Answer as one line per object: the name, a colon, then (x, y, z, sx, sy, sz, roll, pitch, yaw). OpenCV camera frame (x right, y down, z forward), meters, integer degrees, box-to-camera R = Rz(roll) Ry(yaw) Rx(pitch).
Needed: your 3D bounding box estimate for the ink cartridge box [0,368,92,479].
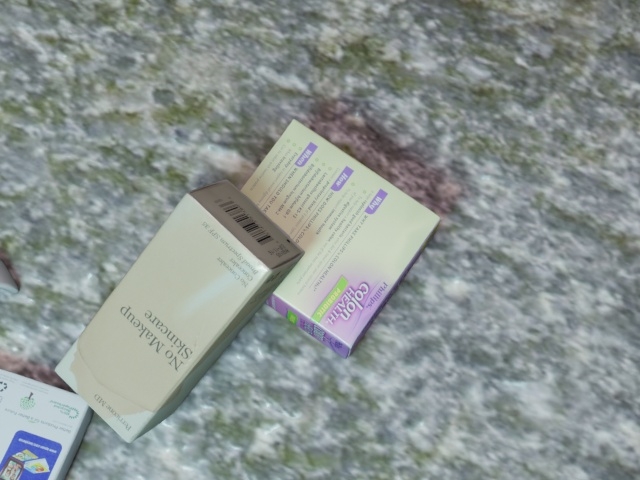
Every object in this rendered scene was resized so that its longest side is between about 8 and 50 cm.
ink cartridge box: (-0.424, 0.326, 1.317, 0.165, 0.065, 0.333, 19, 57, 3)

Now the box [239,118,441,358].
box: (0.000, 0.000, 1.431, 0.243, 0.117, 0.214, 34, 77, 8)

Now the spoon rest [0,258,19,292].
spoon rest: (-0.543, 0.107, 1.405, 0.276, 0.084, 0.137, -32, 79, -10)

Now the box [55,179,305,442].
box: (-0.178, 0.089, 1.328, 0.148, 0.121, 0.311, 41, 111, 8)
